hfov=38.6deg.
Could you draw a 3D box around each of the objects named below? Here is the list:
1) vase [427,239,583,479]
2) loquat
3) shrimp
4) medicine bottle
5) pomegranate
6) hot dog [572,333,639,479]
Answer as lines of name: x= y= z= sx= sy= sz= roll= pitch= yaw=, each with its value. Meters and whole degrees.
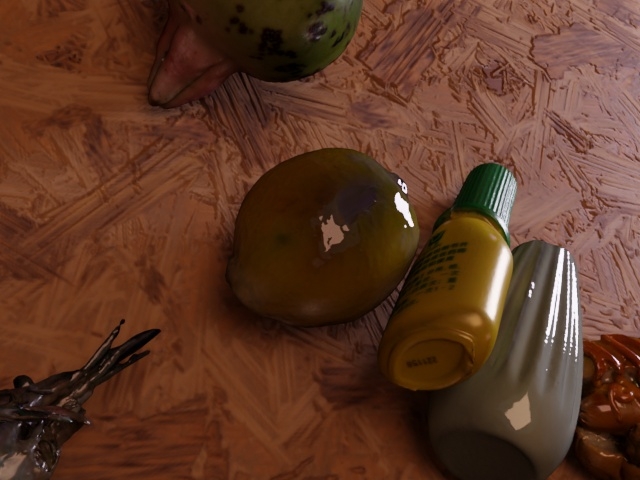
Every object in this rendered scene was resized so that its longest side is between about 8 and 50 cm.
vase: x=0.181 y=0.101 z=0.837 sx=0.128 sy=0.128 sz=0.248 roll=32 pitch=49 yaw=-5
loquat: x=0.000 y=0.000 z=0.796 sx=0.195 sy=0.152 sz=0.152 roll=-37 pitch=83 yaw=-24
shrimp: x=-0.237 y=0.194 z=0.618 sx=0.372 sy=0.137 sz=0.172 roll=-30 pitch=116 yaw=-24
medicine bottle: x=0.131 y=0.016 z=0.831 sx=0.076 sy=0.111 sz=0.309 roll=52 pitch=34 yaw=-16
pomegranate: x=-0.075 y=-0.218 z=0.855 sx=0.214 sy=0.214 sz=0.248 roll=39 pitch=93 yaw=-1
hot dog: x=0.397 y=0.162 z=0.895 sx=0.348 sy=0.117 sz=0.158 roll=6 pitch=63 yaw=-20
